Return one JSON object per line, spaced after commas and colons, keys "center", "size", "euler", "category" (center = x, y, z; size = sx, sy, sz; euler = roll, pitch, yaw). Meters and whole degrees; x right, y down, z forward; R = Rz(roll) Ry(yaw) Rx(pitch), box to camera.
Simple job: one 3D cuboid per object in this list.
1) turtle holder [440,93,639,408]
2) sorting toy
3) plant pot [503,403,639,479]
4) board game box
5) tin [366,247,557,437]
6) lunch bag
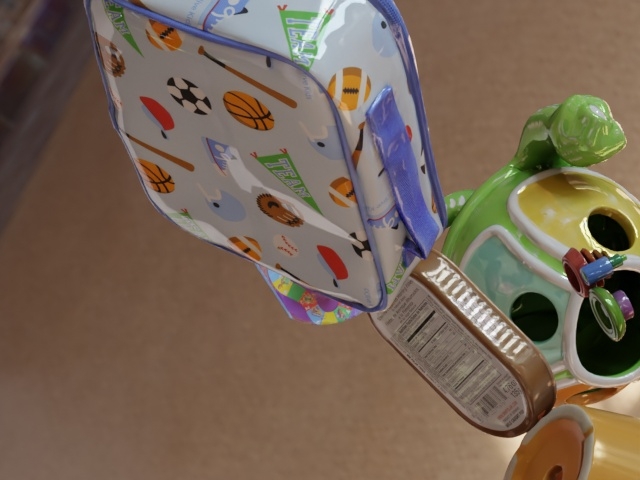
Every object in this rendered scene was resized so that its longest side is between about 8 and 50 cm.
{"center": [0.267, 0.025, 2.027], "size": [0.320, 0.243, 0.227], "euler": [-62, 27, 3], "category": "turtle holder"}
{"center": [0.251, 0.037, 1.699], "size": [0.042, 0.061, 0.102], "euler": [-25, 49, -8], "category": "sorting toy"}
{"center": [0.259, 0.230, 1.613], "size": [0.205, 0.188, 0.205], "euler": [-50, 25, 33], "category": "plant pot"}
{"center": [0.000, 0.000, 1.932], "size": [0.133, 0.169, 0.033], "euler": [-34, 2, -16], "category": "board game box"}
{"center": [0.111, 0.082, 1.587], "size": [0.040, 0.189, 0.106], "euler": [-40, -8, -39], "category": "tin"}
{"center": [-0.027, -0.083, 1.370], "size": [0.243, 0.303, 0.115], "euler": [21, 61, 27], "category": "lunch bag"}
